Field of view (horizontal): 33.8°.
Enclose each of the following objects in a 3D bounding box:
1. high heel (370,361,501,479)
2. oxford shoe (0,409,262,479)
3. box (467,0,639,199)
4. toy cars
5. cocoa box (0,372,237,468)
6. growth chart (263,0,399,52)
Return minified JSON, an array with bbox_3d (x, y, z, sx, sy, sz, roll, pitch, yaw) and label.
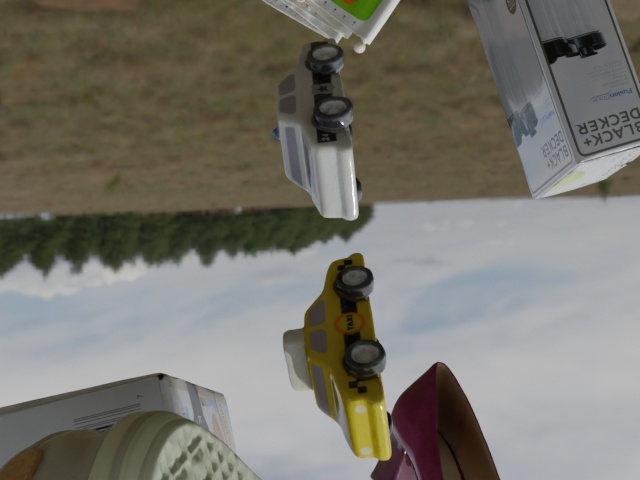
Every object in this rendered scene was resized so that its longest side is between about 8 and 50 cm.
[{"bbox_3d":[0.193,0.282,1.274,0.127,0.181,0.377,24,-179,-35],"label":"high heel"},{"bbox_3d":[-0.081,0.235,0.685,0.130,0.169,0.449,-6,146,14],"label":"oxford shoe"},{"bbox_3d":[0.234,-0.203,1.082,0.087,0.290,0.169,-16,173,-6],"label":"box"},{"bbox_3d":[0.000,0.000,0.944,0.087,0.394,0.176,-7,171,1],"label":"toy cars"},{"bbox_3d":[-0.181,0.314,0.918,0.231,0.347,0.228,-14,166,6],"label":"cocoa box"},{"bbox_3d":[0.000,-0.362,1.422,0.237,0.172,0.021,25,176,-2],"label":"growth chart"}]
